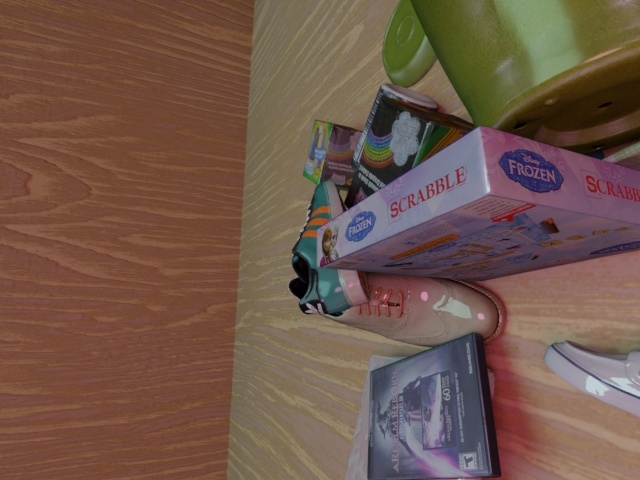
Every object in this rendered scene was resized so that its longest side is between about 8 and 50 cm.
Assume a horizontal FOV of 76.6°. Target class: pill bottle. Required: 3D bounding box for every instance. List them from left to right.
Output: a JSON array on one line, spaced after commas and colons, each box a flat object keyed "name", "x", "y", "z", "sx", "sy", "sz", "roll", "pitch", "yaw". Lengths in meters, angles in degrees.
[{"name": "pill bottle", "x": 0.149, "y": -0.206, "z": 0.901, "sx": 0.130, "sy": 0.131, "sz": 0.245, "roll": -116, "pitch": 39, "yaw": -49}]

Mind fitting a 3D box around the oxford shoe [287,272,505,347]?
[{"name": "oxford shoe", "x": 0.115, "y": 0.121, "z": 0.739, "sx": 0.398, "sy": 0.147, "sz": 0.140, "roll": 2, "pitch": 86, "yaw": 36}]

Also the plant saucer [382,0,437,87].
[{"name": "plant saucer", "x": 0.209, "y": -0.482, "z": 0.941, "sx": 0.241, "sy": 0.037, "sz": 0.240, "roll": -175, "pitch": 90, "yaw": -66}]

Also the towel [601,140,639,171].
[{"name": "towel", "x": 0.368, "y": -0.091, "z": 0.418, "sx": 0.152, "sy": 0.113, "sz": 0.023, "roll": -35, "pitch": 60, "yaw": 58}]

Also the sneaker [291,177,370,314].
[{"name": "sneaker", "x": 0.000, "y": 0.000, "z": 0.727, "sx": 0.302, "sy": 0.121, "sz": 0.108, "roll": -98, "pitch": -15, "yaw": -47}]

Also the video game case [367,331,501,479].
[{"name": "video game case", "x": 0.168, "y": 0.286, "z": 0.674, "sx": 0.274, "sy": 0.026, "sz": 0.195, "roll": -42, "pitch": 32, "yaw": 47}]

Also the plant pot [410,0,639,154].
[{"name": "plant pot", "x": 0.261, "y": -0.288, "z": 0.431, "sx": 0.366, "sy": 0.367, "sz": 0.352, "roll": -30, "pitch": 64, "yaw": 61}]

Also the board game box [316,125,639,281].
[{"name": "board game box", "x": 0.203, "y": -0.011, "z": 0.514, "sx": 0.319, "sy": 0.319, "sz": 0.065, "roll": 152, "pitch": 122, "yaw": -61}]

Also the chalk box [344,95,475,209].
[{"name": "chalk box", "x": 0.175, "y": -0.092, "z": 0.765, "sx": 0.180, "sy": 0.179, "sz": 0.288, "roll": -122, "pitch": 43, "yaw": -52}]

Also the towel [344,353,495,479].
[{"name": "towel", "x": 0.157, "y": 0.377, "z": 0.715, "sx": 0.317, "sy": 0.054, "sz": 0.331, "roll": -21, "pitch": 51, "yaw": 62}]

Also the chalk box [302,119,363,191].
[{"name": "chalk box", "x": 0.040, "y": -0.214, "z": 1.137, "sx": 0.132, "sy": 0.133, "sz": 0.212, "roll": 46, "pitch": 125, "yaw": 59}]

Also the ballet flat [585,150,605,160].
[{"name": "ballet flat", "x": 0.342, "y": -0.132, "z": 0.562, "sx": 0.070, "sy": 0.070, "sz": 0.188, "roll": 149, "pitch": 125, "yaw": -60}]

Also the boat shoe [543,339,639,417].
[{"name": "boat shoe", "x": 0.367, "y": 0.146, "z": 0.414, "sx": 0.258, "sy": 0.095, "sz": 0.084, "roll": 19, "pitch": 98, "yaw": 54}]
